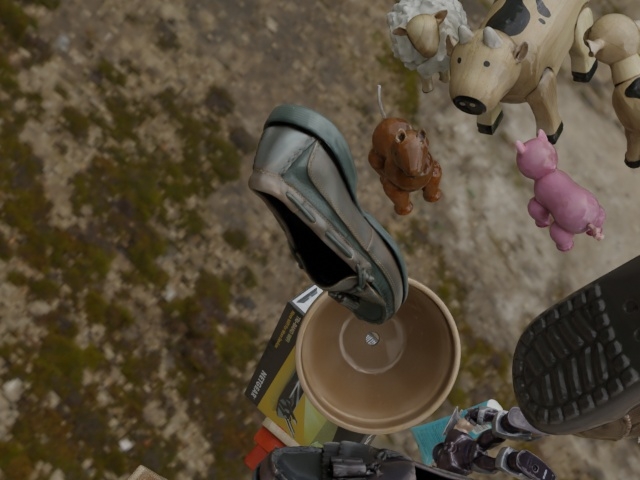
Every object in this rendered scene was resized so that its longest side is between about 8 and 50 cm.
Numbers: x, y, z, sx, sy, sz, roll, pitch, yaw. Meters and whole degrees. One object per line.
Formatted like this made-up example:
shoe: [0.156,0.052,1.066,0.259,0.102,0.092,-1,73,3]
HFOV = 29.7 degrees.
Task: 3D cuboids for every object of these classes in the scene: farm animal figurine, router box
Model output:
farm animal figurine: [0.202,-0.158,1.142,0.172,0.330,0.326,71,25,-45]
router box: [0.008,0.258,2.155,0.243,0.309,0.081,42,49,16]

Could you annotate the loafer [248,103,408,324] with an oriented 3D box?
loafer: [0.000,0.000,1.039,0.084,0.096,0.267,-60,144,-27]

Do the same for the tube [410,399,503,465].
tube: [0.265,0.373,2.369,0.052,0.207,0.080,2,63,-50]

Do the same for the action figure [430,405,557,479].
action figure: [0.262,0.346,1.943,0.099,0.285,0.185,20,69,-20]

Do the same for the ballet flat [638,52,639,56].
ballet flat: [0.374,-0.154,1.291,0.231,0.077,0.077,-77,159,-60]

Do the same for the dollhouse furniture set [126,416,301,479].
dollhouse furniture set: [-0.096,0.314,1.225,0.262,0.259,0.135,36,-9,29]

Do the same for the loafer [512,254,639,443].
loafer: [0.313,0.044,0.870,0.130,0.366,0.133,26,48,-41]

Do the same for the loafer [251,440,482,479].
loafer: [0.090,0.235,1.117,0.303,0.095,0.109,20,32,-14]

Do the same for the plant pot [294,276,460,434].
plant pot: [0.081,0.155,1.763,0.237,0.237,0.110,44,6,-6]
